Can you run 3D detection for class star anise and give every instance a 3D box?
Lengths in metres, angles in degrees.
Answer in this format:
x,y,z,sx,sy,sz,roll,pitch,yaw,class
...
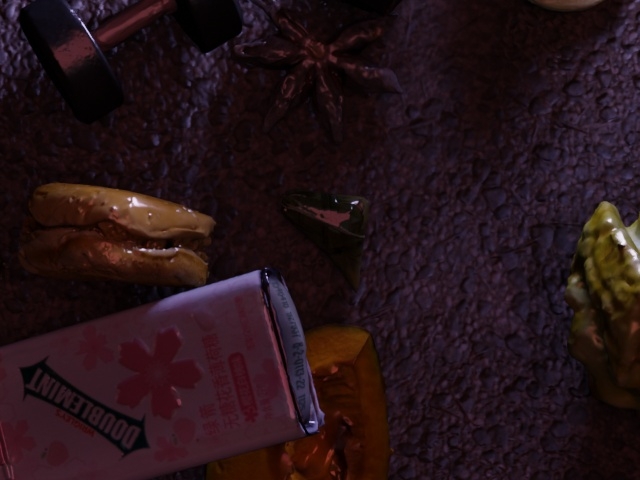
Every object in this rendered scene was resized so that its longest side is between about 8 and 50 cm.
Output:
x,y,z,sx,sy,sz,roll,pitch,yaw,class
-0.002,-0.201,1.979,0.207,0.063,0.172,11,85,-8,star anise

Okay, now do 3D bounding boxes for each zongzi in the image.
x,y,z,sx,sy,sz,roll,pitch,yaw,class
0.000,0.000,1.975,0.104,0.052,0.113,7,97,0,zongzi

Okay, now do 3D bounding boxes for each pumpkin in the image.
x,y,z,sx,sy,sz,roll,pitch,yaw,class
-0.019,0.251,1.929,0.148,0.169,0.312,20,77,37,pumpkin

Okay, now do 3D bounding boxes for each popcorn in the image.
x,y,z,sx,sy,sz,roll,pitch,yaw,class
0.398,0.083,1.864,0.282,0.282,0.247,2,112,-8,popcorn

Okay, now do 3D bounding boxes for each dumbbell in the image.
x,y,z,sx,sy,sz,roll,pitch,yaw,class
-0.213,-0.246,1.905,0.218,0.152,0.152,-32,91,-9,dumbbell

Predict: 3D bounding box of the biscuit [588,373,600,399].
x,y,z,sx,sy,sz,roll,pitch,yaw,class
0.422,0.118,2.025,0.207,0.047,0.164,6,81,-7,biscuit

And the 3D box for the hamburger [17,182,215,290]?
x,y,z,sx,sy,sz,roll,pitch,yaw,class
-0.228,-0.001,1.859,0.213,0.214,0.108,11,88,-8,hamburger

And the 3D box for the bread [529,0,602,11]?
x,y,z,sx,sy,sz,roll,pitch,yaw,class
0.303,-0.332,2.051,0.192,0.036,0.112,-13,93,-12,bread

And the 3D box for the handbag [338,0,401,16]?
x,y,z,sx,sy,sz,roll,pitch,yaw,class
0.058,-0.346,1.917,0.155,0.215,0.169,31,97,-11,handbag

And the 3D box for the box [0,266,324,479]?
x,y,z,sx,sy,sz,roll,pitch,yaw,class
-0.188,0.165,1.838,0.369,0.112,0.190,-15,84,10,box

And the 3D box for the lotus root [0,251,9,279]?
x,y,z,sx,sy,sz,roll,pitch,yaw,class
-0.427,0.008,1.893,0.165,0.088,0.088,24,82,4,lotus root
